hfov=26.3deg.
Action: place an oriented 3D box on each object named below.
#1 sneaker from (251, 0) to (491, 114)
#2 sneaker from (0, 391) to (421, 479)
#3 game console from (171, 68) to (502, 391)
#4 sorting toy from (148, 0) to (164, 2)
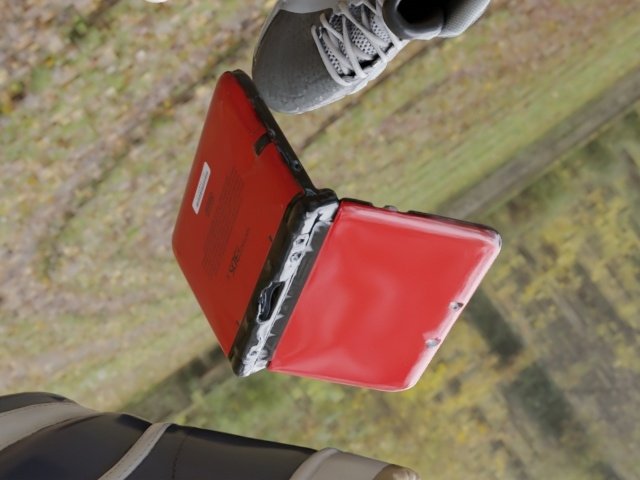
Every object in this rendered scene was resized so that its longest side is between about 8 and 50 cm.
[{"bbox_3d":[0.033,-0.143,0.860,0.229,0.086,0.132,-37,-165,25],"label":"sneaker"},{"bbox_3d":[-0.092,0.143,0.349,0.282,0.153,0.099,-50,147,-48],"label":"sneaker"},{"bbox_3d":[0.000,0.000,0.643,0.085,0.124,0.144,-16,152,-27],"label":"game console"},{"bbox_3d":[-0.129,-0.274,0.853,0.038,0.193,0.208,-7,165,13],"label":"sorting toy"}]
